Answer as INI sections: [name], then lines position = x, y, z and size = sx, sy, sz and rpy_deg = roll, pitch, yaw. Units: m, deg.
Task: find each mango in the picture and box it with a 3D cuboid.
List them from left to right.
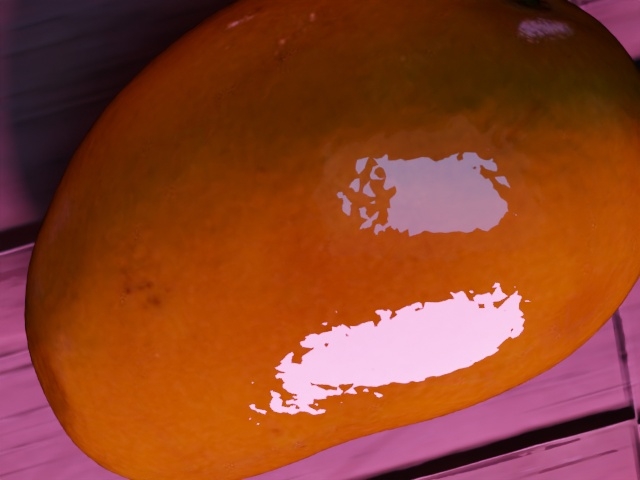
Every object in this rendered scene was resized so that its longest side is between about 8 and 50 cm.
[mango]
position = 0.000, -0.007, 0.658
size = 0.254, 0.139, 0.175
rpy_deg = -23, 113, 9
